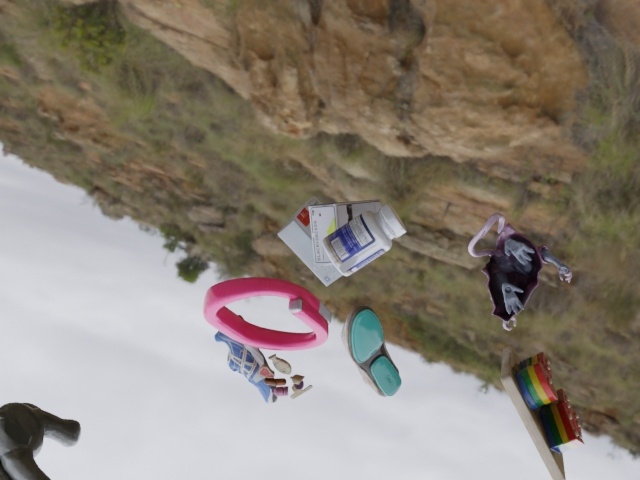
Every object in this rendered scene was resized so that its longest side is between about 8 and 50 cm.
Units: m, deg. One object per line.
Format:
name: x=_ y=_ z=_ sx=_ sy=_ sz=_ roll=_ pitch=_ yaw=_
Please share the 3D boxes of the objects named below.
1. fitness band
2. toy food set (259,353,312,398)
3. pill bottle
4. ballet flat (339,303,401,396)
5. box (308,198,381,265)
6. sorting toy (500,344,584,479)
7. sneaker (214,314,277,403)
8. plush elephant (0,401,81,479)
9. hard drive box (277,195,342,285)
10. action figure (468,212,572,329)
fitness band: x=-0.099 y=0.149 z=1.361 sx=0.209 sy=0.054 sz=0.291 roll=-10 pitch=150 yaw=20
toy food set: x=-0.075 y=0.276 z=1.393 sx=0.122 sy=0.078 sz=0.019 roll=42 pitch=-154 yaw=-28
pill bottle: x=0.110 y=-0.006 z=1.721 sx=0.112 sy=0.186 sz=0.112 roll=54 pitch=-168 yaw=-17
ballet flat: x=0.102 y=0.259 z=1.701 sx=0.106 sy=0.107 sz=0.316 roll=29 pitch=149 yaw=47
box: x=0.081 y=-0.027 z=2.014 sx=0.087 sy=0.169 sz=0.290 roll=-3 pitch=-178 yaw=30
sorting toy: x=0.514 y=0.376 z=1.619 sx=0.257 sy=0.089 sz=0.255 roll=63 pitch=-162 yaw=1
sneaker: x=-0.162 y=0.274 z=1.581 sx=0.211 sy=0.081 sz=0.080 roll=62 pitch=170 yaw=-1
plush elephant: x=-0.810 y=0.524 z=1.739 sx=0.330 sy=0.255 sz=0.272 roll=48 pitch=-158 yaw=-29
hard drive box: x=0.000 y=0.000 z=2.264 sx=0.232 sy=0.089 sz=0.181 roll=46 pitch=-143 yaw=-8
action figure: x=0.502 y=0.086 z=1.923 sx=0.275 sy=0.248 sz=0.370 roll=44 pitch=-166 yaw=7
